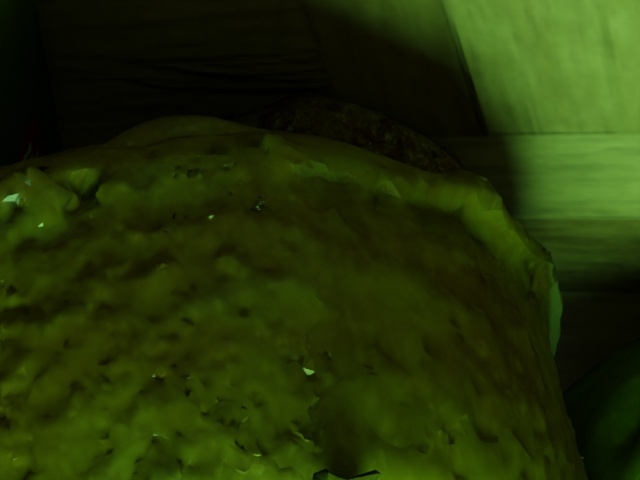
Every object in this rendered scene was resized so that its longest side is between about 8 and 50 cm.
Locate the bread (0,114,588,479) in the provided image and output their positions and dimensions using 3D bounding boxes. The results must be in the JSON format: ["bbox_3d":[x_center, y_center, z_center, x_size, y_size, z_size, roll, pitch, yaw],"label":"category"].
[{"bbox_3d":[-0.060,0.120,0.660,0.398,0.215,0.398,-10,141,-8],"label":"bread"}]

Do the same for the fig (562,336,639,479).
[{"bbox_3d":[0.207,0.128,0.785,0.233,0.314,0.233,-1,104,-4],"label":"fig"}]

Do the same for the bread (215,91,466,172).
[{"bbox_3d":[0.000,0.000,0.762,0.193,0.064,0.193,12,145,9],"label":"bread"}]

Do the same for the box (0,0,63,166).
[{"bbox_3d":[-0.345,-0.055,0.748,0.420,0.138,0.373,11,146,5],"label":"box"}]
